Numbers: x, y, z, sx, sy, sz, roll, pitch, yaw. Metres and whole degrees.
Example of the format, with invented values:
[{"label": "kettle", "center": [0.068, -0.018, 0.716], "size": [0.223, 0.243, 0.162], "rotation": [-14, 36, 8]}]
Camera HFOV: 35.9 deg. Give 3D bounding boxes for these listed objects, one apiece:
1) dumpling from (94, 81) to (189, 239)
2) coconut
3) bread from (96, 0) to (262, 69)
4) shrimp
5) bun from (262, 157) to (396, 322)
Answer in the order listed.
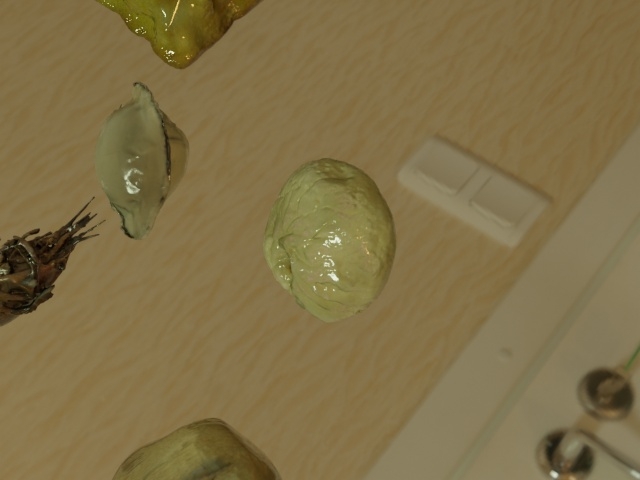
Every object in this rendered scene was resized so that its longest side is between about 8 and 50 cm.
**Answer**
[{"label": "dumpling", "center": [-0.262, -0.126, 1.500], "size": [0.172, 0.142, 0.247], "rotation": [-18, 74, 62]}, {"label": "coconut", "center": [-0.150, 0.314, 1.116], "size": [0.224, 0.224, 0.224], "rotation": [32, 150, 21]}, {"label": "bread", "center": [-0.118, -0.299, 1.012], "size": [0.161, 0.233, 0.088], "rotation": [42, 159, 6]}, {"label": "shrimp", "center": [-0.518, 0.044, 1.703], "size": [0.145, 0.343, 0.116], "rotation": [55, 176, -35]}, {"label": "bun", "center": [0.000, 0.000, 0.685], "size": [0.115, 0.069, 0.115], "rotation": [27, 124, 50]}]
